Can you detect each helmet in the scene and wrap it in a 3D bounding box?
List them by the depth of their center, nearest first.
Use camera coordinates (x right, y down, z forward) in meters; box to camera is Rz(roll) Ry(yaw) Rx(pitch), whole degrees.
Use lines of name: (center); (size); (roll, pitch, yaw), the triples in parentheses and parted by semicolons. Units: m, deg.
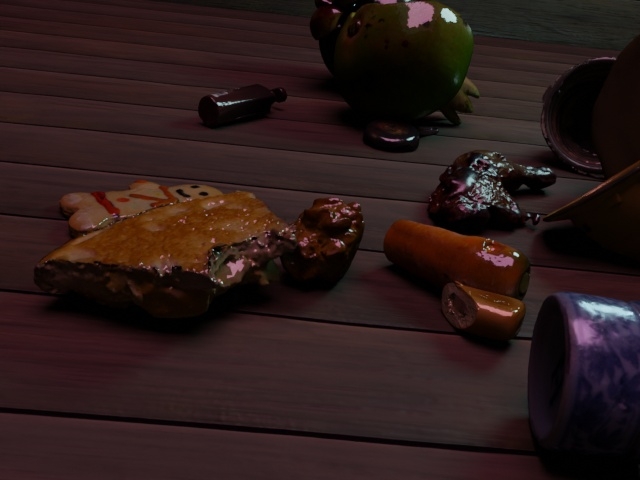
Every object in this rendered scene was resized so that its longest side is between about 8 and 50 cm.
helmet: (0.477, -0.046, 1.097); (0.257, 0.140, 0.205); (-34, -6, 5)

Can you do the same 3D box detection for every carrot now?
carrot: (0.168, 0.028, 0.944); (0.193, 0.087, 0.087); (17, 27, 35)

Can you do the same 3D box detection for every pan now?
pan: (0.178, -0.223, 1.526); (0.212, 0.040, 0.115); (-19, 40, -41)

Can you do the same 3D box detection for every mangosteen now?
mangosteen: (0.115, -0.535, 1.825); (0.347, 0.307, 0.307); (42, 9, -29)

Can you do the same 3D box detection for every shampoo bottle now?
shampoo bottle: (-0.154, -0.285, 1.550); (0.068, 0.067, 0.236); (32, 33, 25)

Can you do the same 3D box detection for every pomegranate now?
pomegranate: (0.189, -0.341, 1.585); (0.358, 0.216, 0.309); (31, -21, -32)

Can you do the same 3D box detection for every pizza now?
pizza: (-0.151, 0.020, 0.874); (0.223, 0.089, 0.323); (18, 29, 36)

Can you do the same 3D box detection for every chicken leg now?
chicken leg: (0.286, -0.087, 1.233); (0.177, 0.083, 0.322); (24, 31, 14)

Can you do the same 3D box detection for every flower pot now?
flower pot: (0.558, -0.239, 1.489); (0.235, 0.236, 0.140); (14, 2, 15)

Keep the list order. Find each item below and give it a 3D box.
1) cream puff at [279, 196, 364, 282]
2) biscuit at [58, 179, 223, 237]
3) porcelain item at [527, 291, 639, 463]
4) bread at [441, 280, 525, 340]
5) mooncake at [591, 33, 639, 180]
cream puff: (0.000, 0.000, 0.940); (0.094, 0.122, 0.116); (19, -12, 10)
biscuit: (-0.250, -0.052, 1.071); (0.234, 0.030, 0.153); (-8, 31, -28)
porcelain item: (0.260, 0.124, 0.680); (0.114, 0.147, 0.147); (7, 25, 4)
bread: (0.181, 0.084, 0.861); (0.103, 0.049, 0.062); (14, 21, 21)
mooncake: (0.641, -0.194, 1.205); (0.200, 0.379, 0.378); (4, 23, -31)
